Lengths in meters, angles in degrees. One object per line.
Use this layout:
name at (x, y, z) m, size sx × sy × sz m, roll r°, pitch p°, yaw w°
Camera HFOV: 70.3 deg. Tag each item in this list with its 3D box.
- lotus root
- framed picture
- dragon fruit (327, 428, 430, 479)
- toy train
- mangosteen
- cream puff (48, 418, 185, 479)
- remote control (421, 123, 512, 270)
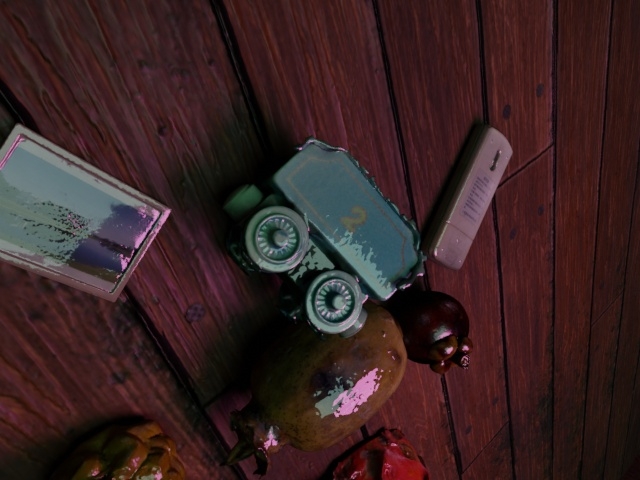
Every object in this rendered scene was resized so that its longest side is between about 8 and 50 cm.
lotus root at (-0.009, 0.173, 0.558) m, size 0.278 × 0.154 × 0.154 m, roll -32°, pitch 124°, yaw -25°
framed picture at (-0.223, -0.017, 0.406) m, size 0.149 × 0.011 × 0.109 m, roll 34°, pitch 84°, yaw -41°
dragon fruit at (0.066, 0.454, 0.735) m, size 0.211 × 0.134 × 0.262 m, roll 25°, pitch 90°, yaw -38°
toy train at (0.000, 0.000, 0.495) m, size 0.163 × 0.112 × 0.203 m, roll -46°, pitch 105°, yaw -16°
mangosteen at (0.179, 0.146, 0.705) m, size 0.140 × 0.140 × 0.140 m, roll -15°, pitch 115°, yaw -34°
cream puff at (-0.200, 0.265, 0.464) m, size 0.146 × 0.116 × 0.146 m, roll -11°, pitch 110°, yaw -34°
remote control at (0.239, -0.067, 0.739) m, size 0.098 × 0.038 × 0.233 m, roll 26°, pitch 89°, yaw -42°
